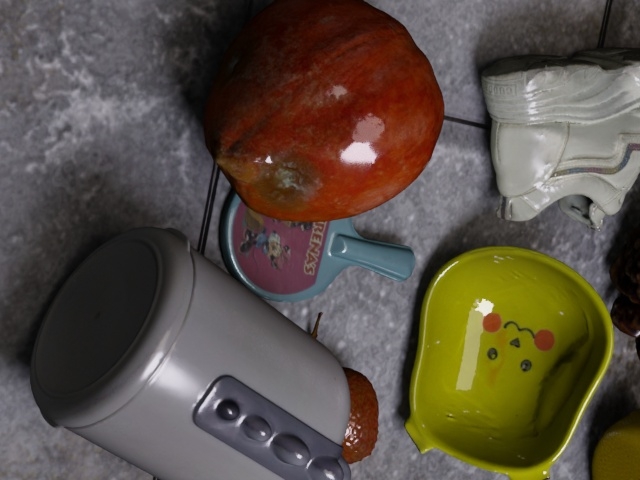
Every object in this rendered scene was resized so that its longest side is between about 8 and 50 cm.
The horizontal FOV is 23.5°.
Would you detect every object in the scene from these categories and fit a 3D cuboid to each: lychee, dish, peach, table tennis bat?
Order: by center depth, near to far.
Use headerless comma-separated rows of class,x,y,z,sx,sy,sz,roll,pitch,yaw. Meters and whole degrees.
peach,-0.011,-0.125,1.522,0.256,0.232,0.232,-21,111,-48
table tennis bat,0.000,0.000,1.670,0.244,0.040,0.153,16,89,-31
lychee,0.014,0.178,1.677,0.101,0.140,0.114,26,122,-39
dish,0.219,0.141,1.773,0.108,0.221,0.262,11,97,-75

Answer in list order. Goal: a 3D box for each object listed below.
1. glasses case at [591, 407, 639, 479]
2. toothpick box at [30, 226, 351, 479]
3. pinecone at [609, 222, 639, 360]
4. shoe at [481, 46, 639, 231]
glasses case,0.450,0.369,1.955,0.141,0.173,0.371,-24,114,-28
toothpick box,-0.100,0.151,1.508,0.316,0.229,0.229,37,78,-34
pinecone,0.487,0.064,1.896,0.309,0.244,0.244,18,88,-46
shoe,0.335,-0.118,1.823,0.342,0.132,0.211,-8,107,-29
